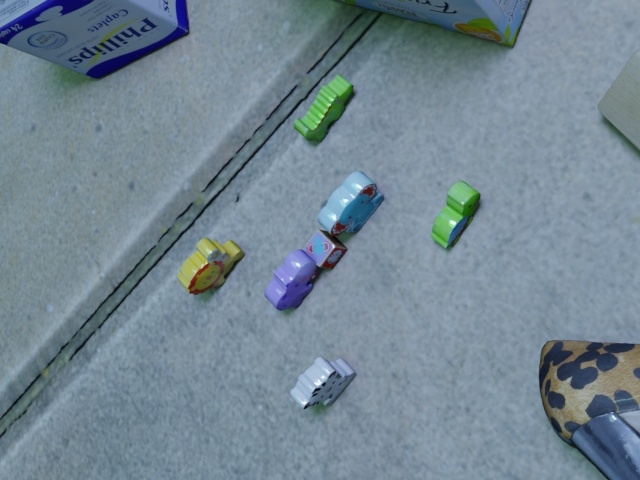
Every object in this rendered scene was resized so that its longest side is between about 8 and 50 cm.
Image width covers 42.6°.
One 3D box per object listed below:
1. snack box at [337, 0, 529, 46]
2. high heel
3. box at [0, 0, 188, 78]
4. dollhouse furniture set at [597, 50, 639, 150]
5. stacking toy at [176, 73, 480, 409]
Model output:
[{"bbox_3d":[0.038,-0.214,0.562,0.174,0.207,0.070,24,96,31],"label":"snack box"},{"bbox_3d":[0.261,0.055,0.484,0.261,0.093,0.186,-40,40,2],"label":"high heel"},{"bbox_3d":[-0.211,-0.218,0.747,0.126,0.137,0.072,-18,76,27],"label":"box"},{"bbox_3d":[0.293,-0.103,0.504,0.144,0.123,0.151,53,144,24],"label":"dollhouse furniture set"},{"bbox_3d":[0.000,0.000,0.647,0.167,0.052,0.221,43,104,27],"label":"stacking toy"}]
